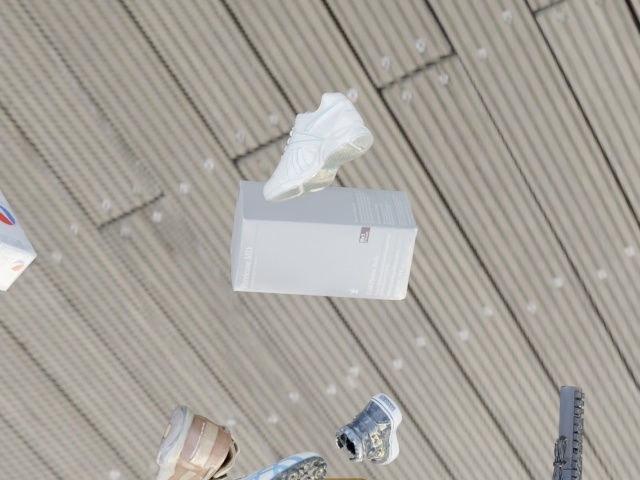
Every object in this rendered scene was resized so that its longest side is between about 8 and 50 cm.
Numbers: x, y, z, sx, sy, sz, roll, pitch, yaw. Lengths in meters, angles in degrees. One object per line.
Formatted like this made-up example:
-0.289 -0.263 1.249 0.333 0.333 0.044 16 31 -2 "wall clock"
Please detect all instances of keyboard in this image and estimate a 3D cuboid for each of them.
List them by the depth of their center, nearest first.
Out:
0.296 0.263 1.525 0.023 0.180 0.108 -1 172 25 "keyboard"

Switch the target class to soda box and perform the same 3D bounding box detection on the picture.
-0.479 -0.033 1.794 0.074 0.216 0.069 -47 143 14 "soda box"

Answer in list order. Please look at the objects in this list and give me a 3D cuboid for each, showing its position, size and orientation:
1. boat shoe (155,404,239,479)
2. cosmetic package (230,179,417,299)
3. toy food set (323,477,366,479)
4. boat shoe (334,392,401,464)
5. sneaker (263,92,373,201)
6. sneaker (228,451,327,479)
-0.196 0.351 2.086 0.116 0.123 0.324 19 166 1 "boat shoe"
0.000 0.000 1.742 0.238 0.107 0.127 0 126 -10 "cosmetic package"
0.049 0.453 1.791 0.104 0.232 0.111 -2 149 7 "toy food set"
0.060 0.278 1.782 0.083 0.065 0.183 -35 154 -20 "boat shoe"
-0.008 -0.085 1.218 0.053 0.061 0.152 -8 159 -42 "sneaker"
-0.103 0.333 1.664 0.237 0.086 0.085 -28 133 -9 "sneaker"
